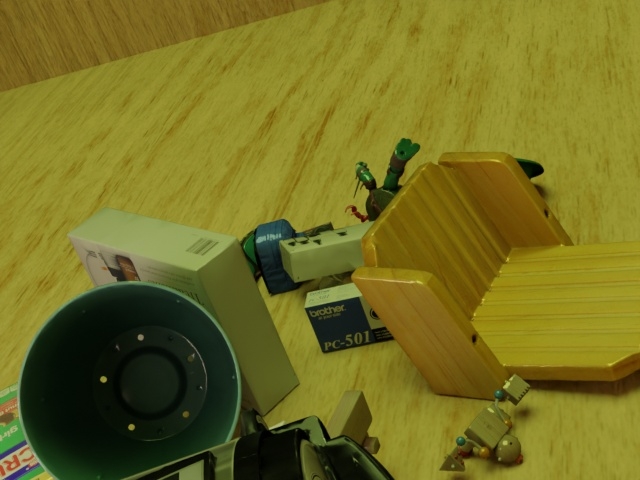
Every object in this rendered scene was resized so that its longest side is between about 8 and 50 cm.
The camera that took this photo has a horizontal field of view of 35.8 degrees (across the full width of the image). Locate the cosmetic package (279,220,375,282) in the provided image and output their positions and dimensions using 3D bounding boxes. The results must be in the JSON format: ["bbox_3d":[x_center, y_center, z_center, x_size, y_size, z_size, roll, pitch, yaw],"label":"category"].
[{"bbox_3d":[0.055,0.012,1.760,0.239,0.060,0.099,-12,17,-11],"label":"cosmetic package"}]

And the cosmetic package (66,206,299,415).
[{"bbox_3d":[-0.230,0.107,1.626,0.377,0.284,0.097,12,44,46],"label":"cosmetic package"}]

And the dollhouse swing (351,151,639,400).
[{"bbox_3d":[0.297,0.019,1.436,0.305,0.315,0.347,-23,19,45],"label":"dollhouse swing"}]

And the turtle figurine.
[{"bbox_3d":[0.142,-0.086,1.867,0.234,0.175,0.118,-51,13,57],"label":"turtle figurine"}]

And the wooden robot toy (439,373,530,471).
[{"bbox_3d":[0.232,0.260,1.298,0.079,0.076,0.173,37,55,17],"label":"wooden robot toy"}]

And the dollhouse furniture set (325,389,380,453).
[{"bbox_3d":[-0.002,0.297,1.278,0.123,0.151,0.144,-6,30,28],"label":"dollhouse furniture set"}]

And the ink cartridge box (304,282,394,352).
[{"bbox_3d":[0.088,0.113,1.594,0.207,0.097,0.046,-13,30,15],"label":"ink cartridge box"}]

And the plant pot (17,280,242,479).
[{"bbox_3d":[-0.254,0.208,1.410,0.293,0.293,0.235,-24,-3,-4],"label":"plant pot"}]

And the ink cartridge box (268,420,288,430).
[{"bbox_3d":[-0.110,0.327,1.314,0.198,0.067,0.115,-33,15,38],"label":"ink cartridge box"}]

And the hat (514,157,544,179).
[{"bbox_3d":[0.319,-0.044,1.787,0.173,0.184,0.208,-4,-9,18],"label":"hat"}]

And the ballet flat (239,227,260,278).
[{"bbox_3d":[-0.151,0.050,1.906,0.079,0.077,0.221,-27,22,33],"label":"ballet flat"}]

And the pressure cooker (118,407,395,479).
[{"bbox_3d":[-0.084,0.380,0.966,0.420,0.370,0.375,-19,4,3],"label":"pressure cooker"}]

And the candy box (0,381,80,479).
[{"bbox_3d":[-0.495,0.367,1.526,0.268,0.122,0.317,-28,30,-12],"label":"candy box"}]

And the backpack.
[{"bbox_3d":[-0.069,0.020,1.840,0.101,0.120,0.098,-18,28,7],"label":"backpack"}]

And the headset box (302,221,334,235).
[{"bbox_3d":[0.000,0.000,1.919,0.062,0.032,0.083,-19,30,5],"label":"headset box"}]

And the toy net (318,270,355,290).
[{"bbox_3d":[0.083,0.067,1.731,0.122,0.045,0.232,-38,32,-28],"label":"toy net"}]
